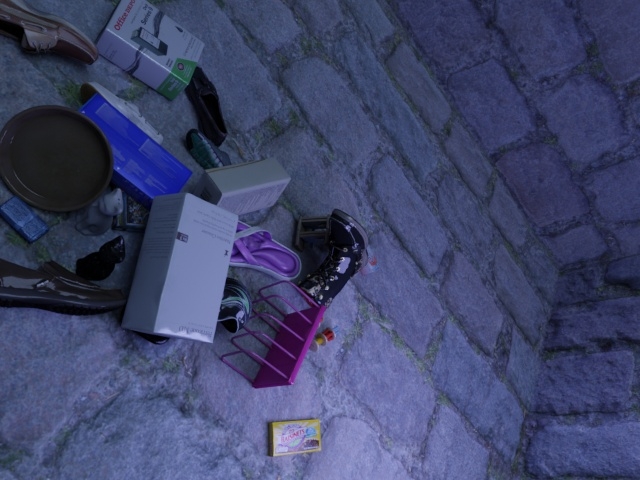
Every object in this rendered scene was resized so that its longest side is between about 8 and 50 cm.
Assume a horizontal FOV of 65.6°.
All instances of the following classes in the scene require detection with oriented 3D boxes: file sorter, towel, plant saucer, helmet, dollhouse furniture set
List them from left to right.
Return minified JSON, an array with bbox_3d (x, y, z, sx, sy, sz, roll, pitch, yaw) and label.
[{"bbox_3d":[-0.769,-0.054,1.286,0.119,0.029,0.067,52,47,-17],"label":"towel"},{"bbox_3d":[-0.695,-0.215,1.313,0.278,0.041,0.277,-5,105,-17],"label":"plant saucer"},{"bbox_3d":[-0.294,0.200,1.547,0.162,0.169,0.169,12,66,-30],"label":"helmet"},{"bbox_3d":[-0.157,0.298,1.608,0.182,0.202,0.290,43,50,-21],"label":"file sorter"},{"bbox_3d":[0.000,0.000,1.946,0.183,0.129,0.129,54,39,-57],"label":"dollhouse furniture set"}]

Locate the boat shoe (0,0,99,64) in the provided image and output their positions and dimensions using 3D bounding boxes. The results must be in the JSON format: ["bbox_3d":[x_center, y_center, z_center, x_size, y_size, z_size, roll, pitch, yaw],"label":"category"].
[{"bbox_3d":[-0.801,-0.580,1.399,0.324,0.123,0.116,23,67,-28],"label":"boat shoe"}]

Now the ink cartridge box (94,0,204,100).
[{"bbox_3d":[-0.558,-0.640,1.634,0.289,0.121,0.211,30,56,-32],"label":"ink cartridge box"}]

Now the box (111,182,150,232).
[{"bbox_3d":[-0.549,-0.141,1.512,0.159,0.044,0.233,6,71,-40],"label":"box"}]

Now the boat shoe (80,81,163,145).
[{"bbox_3d":[-0.601,-0.383,1.523,0.277,0.098,0.096,48,47,-31],"label":"boat shoe"}]

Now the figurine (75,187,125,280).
[{"bbox_3d":[-0.575,-0.018,1.326,0.092,0.209,0.214,5,71,-42],"label":"figurine"}]

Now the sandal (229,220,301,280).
[{"bbox_3d":[-0.223,0.018,1.716,0.416,0.102,0.169,21,59,-34],"label":"sandal"}]

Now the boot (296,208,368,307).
[{"bbox_3d":[0.039,0.083,1.779,0.284,0.138,0.377,-49,155,-18],"label":"boot"}]

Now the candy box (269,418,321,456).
[{"bbox_3d":[-0.084,0.659,1.665,0.206,0.027,0.105,13,63,-40],"label":"candy box"}]

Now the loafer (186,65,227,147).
[{"bbox_3d":[-0.389,-0.481,1.751,0.109,0.095,0.302,-11,82,-45],"label":"loafer"}]

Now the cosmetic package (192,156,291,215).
[{"bbox_3d":[-0.268,-0.174,1.690,0.309,0.160,0.113,-22,69,-47],"label":"cosmetic package"}]

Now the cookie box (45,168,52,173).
[{"bbox_3d":[-0.706,-0.204,1.391,0.107,0.040,0.091,23,59,-36],"label":"cookie box"}]

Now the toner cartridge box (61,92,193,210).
[{"bbox_3d":[-0.563,-0.246,1.453,0.348,0.075,0.165,42,51,-23],"label":"toner cartridge box"}]

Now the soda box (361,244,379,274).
[{"bbox_3d":[0.179,0.051,2.109,0.058,0.063,0.183,-30,96,-46],"label":"soda box"}]

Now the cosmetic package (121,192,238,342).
[{"bbox_3d":[-0.387,0.081,1.398,0.217,0.156,0.385,24,68,-51],"label":"cosmetic package"}]

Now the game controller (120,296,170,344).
[{"bbox_3d":[-0.458,0.144,1.478,0.166,0.067,0.319,39,52,-26],"label":"game controller"}]

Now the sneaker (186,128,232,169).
[{"bbox_3d":[-0.375,-0.300,1.722,0.223,0.083,0.098,57,35,-26],"label":"sneaker"}]

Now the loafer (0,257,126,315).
[{"bbox_3d":[-0.668,0.107,1.246,0.366,0.134,0.130,16,65,-39],"label":"loafer"}]

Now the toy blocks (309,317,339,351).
[{"bbox_3d":[0.005,0.328,1.851,0.148,0.054,0.123,-25,93,-45],"label":"toy blocks"}]
